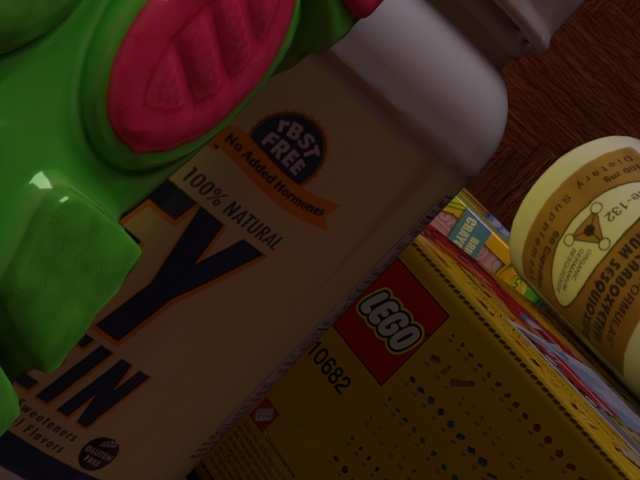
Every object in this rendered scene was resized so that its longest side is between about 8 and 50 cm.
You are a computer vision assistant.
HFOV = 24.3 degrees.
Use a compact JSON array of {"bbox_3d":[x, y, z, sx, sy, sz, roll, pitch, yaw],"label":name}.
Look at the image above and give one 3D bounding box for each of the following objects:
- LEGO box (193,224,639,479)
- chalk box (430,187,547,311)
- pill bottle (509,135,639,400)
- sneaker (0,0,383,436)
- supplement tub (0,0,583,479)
[{"bbox_3d":[0.180,0.238,0.837,0.372,0.193,0.500,34,12,-49],"label":"LEGO box"},{"bbox_3d":[0.166,0.064,1.739,0.289,0.179,0.180,45,8,10],"label":"chalk box"},{"bbox_3d":[0.238,0.042,0.980,0.131,0.131,0.229,35,11,-47],"label":"pill bottle"},{"bbox_3d":[-0.143,-0.058,0.379,0.202,0.483,0.185,10,-55,34],"label":"sneaker"},{"bbox_3d":[-0.069,-0.054,0.652,0.235,0.325,0.235,42,8,-7],"label":"supplement tub"}]
